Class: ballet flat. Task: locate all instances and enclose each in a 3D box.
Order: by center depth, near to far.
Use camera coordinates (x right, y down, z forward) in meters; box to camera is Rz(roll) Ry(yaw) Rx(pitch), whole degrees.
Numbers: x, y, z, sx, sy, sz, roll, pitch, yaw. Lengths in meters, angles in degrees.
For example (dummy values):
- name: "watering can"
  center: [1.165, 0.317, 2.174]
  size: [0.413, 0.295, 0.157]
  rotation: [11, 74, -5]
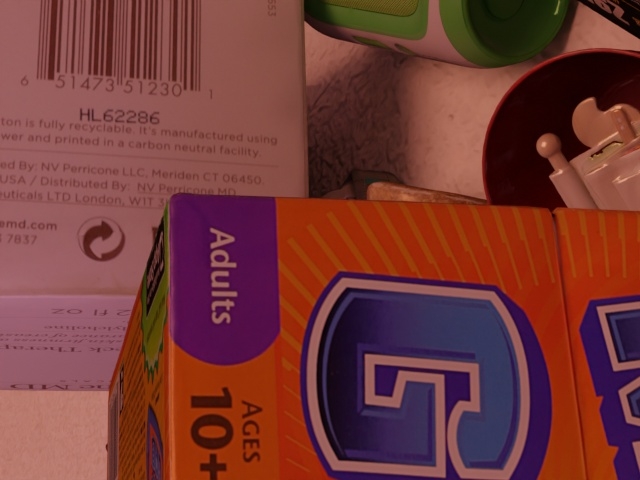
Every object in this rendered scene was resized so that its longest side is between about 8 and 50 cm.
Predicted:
- name: "ballet flat"
  center: [0.000, 0.000, 1.199]
  size: [0.213, 0.068, 0.072]
  rotation: [-48, 44, 41]

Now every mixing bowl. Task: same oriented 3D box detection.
- name: "mixing bowl"
  center: [0.209, -0.053, 0.823]
  size: [0.181, 0.098, 0.181]
  rotation: [16, 121, 28]

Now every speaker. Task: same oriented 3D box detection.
- name: "speaker"
  center: [0.082, -0.226, 1.078]
  size: [0.296, 0.131, 0.131]
  rotation: [26, 104, 57]

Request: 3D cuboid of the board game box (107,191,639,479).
- name: "board game box"
  center: [0.074, 0.210, 0.661]
  size: [0.356, 0.356, 0.356]
  rotation: [124, 146, -66]

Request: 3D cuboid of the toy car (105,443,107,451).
- name: "toy car"
  center: [-0.109, 0.219, 1.198]
  size: [0.155, 0.188, 0.149]
  rotation: [31, 108, 56]

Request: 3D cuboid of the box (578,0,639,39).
- name: "box"
  center: [0.142, -0.239, 0.772]
  size: [0.322, 0.257, 0.079]
  rotation: [41, 96, 32]

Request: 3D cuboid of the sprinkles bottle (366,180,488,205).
- name: "sprinkles bottle"
  center: [0.063, 0.134, 1.013]
  size: [0.121, 0.121, 0.355]
  rotation: [15, 94, 58]

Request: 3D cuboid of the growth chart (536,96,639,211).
- name: "growth chart"
  center: [0.252, -0.031, 0.723]
  size: [0.237, 0.021, 0.172]
  rotation: [-19, 101, 40]

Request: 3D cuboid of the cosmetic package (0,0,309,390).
- name: "cosmetic package"
  center: [-0.207, -0.047, 1.200]
  size: [0.394, 0.329, 0.328]
  rotation: [127, 143, -69]
